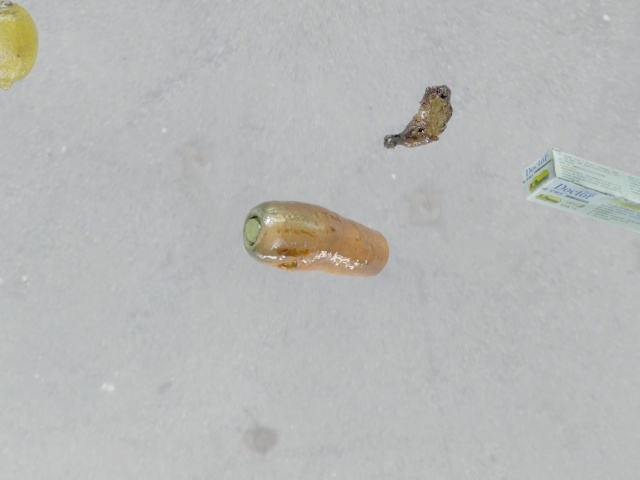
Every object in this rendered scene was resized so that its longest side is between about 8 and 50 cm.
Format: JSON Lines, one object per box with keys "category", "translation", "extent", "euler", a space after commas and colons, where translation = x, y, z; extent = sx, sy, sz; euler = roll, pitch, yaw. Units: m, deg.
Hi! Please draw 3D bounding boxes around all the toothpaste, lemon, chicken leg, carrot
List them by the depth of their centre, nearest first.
{"category": "toothpaste", "translation": [0.262, -0.040, 0.828], "extent": [0.164, 0.034, 0.046], "euler": [14, 148, -23]}
{"category": "carrot", "translation": [0.000, 0.000, 1.084], "extent": [0.193, 0.087, 0.087], "euler": [9, 116, -38]}
{"category": "lemon", "translation": [-0.389, -0.241, 1.135], "extent": [0.082, 0.082, 0.110], "euler": [7, 107, -3]}
{"category": "chicken leg", "translation": [0.130, -0.152, 1.184], "extent": [0.037, 0.145, 0.062], "euler": [9, 141, 41]}
